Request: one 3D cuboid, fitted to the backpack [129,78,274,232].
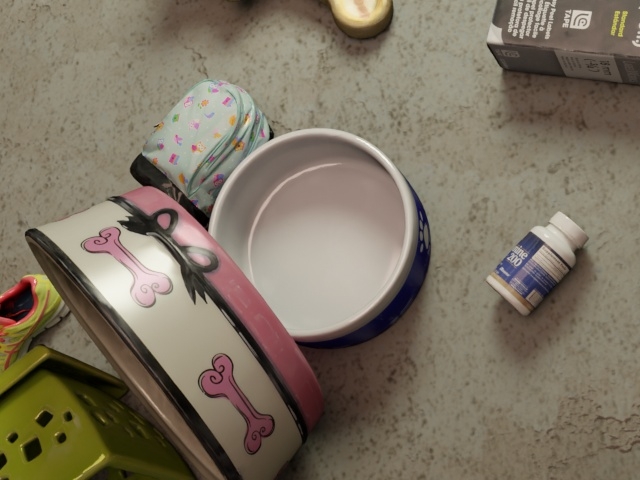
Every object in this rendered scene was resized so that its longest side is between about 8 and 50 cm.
[{"bbox_3d":[-0.149,-0.118,1.674,0.152,0.115,0.182,41,89,27],"label":"backpack"}]

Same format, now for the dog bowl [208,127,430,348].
[{"bbox_3d":[0.000,0.000,1.594,0.265,0.104,0.265,-5,75,18],"label":"dog bowl"}]

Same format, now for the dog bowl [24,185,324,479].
[{"bbox_3d":[-0.157,0.112,1.476,0.150,0.408,0.408,-38,66,-14],"label":"dog bowl"}]

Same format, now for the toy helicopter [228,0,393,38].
[{"bbox_3d":[-0.039,-0.403,1.726,0.355,0.140,0.235,38,81,13],"label":"toy helicopter"}]

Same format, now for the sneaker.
[{"bbox_3d":[-0.428,0.119,1.720,0.081,0.094,0.208,41,93,22],"label":"sneaker"}]

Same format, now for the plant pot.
[{"bbox_3d":[-0.326,0.269,1.578,0.228,0.227,0.207,-38,61,7],"label":"plant pot"}]

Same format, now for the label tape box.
[{"bbox_3d":[0.392,-0.314,1.539,0.334,0.106,0.240,10,80,22],"label":"label tape box"}]

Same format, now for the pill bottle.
[{"bbox_3d":[0.258,0.025,1.515,0.120,0.067,0.067,-47,66,2],"label":"pill bottle"}]
